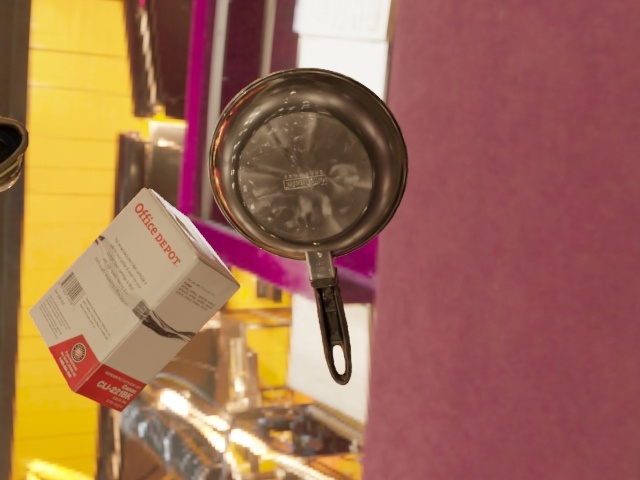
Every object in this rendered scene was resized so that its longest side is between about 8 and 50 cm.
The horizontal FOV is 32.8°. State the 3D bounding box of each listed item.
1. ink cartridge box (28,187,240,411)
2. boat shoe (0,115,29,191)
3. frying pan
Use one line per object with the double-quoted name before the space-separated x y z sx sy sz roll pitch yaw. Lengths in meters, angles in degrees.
"ink cartridge box" -0.282 0.087 1.635 0.273 0.114 0.197 -47 49 6
"boat shoe" -0.488 -0.078 1.274 0.091 0.305 0.109 -36 78 55
"frying pan" -0.028 -0.009 1.073 0.053 0.197 0.326 -82 6 -70
